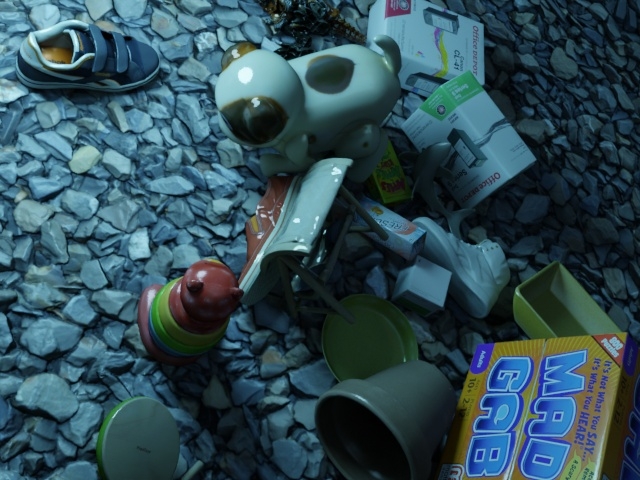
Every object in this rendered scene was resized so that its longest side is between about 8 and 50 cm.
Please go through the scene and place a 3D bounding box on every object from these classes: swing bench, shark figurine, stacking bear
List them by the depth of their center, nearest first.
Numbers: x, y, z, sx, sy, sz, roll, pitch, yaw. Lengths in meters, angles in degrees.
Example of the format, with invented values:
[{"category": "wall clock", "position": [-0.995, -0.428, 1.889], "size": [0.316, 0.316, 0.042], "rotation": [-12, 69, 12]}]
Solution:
[{"category": "stacking bear", "position": [-0.239, 0.128, 1.571], "size": [0.175, 0.289, 0.164], "rotation": [18, 61, -18]}, {"category": "swing bench", "position": [0.000, 0.000, 1.751], "size": [0.255, 0.165, 0.253], "rotation": [59, 45, -40]}, {"category": "shark figurine", "position": [0.266, -0.117, 2.028], "size": [0.116, 0.166, 0.278], "rotation": [-57, 139, -35]}]

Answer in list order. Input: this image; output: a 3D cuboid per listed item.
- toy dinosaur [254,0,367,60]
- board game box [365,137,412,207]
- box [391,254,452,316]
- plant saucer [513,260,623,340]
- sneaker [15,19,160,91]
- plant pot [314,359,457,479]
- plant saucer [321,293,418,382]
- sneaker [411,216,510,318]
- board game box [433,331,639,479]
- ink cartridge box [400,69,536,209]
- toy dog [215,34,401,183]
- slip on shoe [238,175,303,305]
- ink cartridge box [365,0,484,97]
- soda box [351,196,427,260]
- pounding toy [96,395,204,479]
[{"category": "toy dinosaur", "position": [-0.034, -0.578, 2.090], "size": [0.322, 0.164, 0.218], "rotation": [4, 47, -1]}, {"category": "board game box", "position": [0.154, -0.173, 2.046], "size": [0.092, 0.043, 0.181], "rotation": [-13, 74, -30]}, {"category": "box", "position": [0.238, 0.108, 1.931], "size": [0.101, 0.087, 0.102], "rotation": [27, 58, -12]}, {"category": "plant saucer", "position": [0.611, 0.227, 1.993], "size": [0.333, 0.081, 0.333], "rotation": [51, 32, 13]}, {"category": "sneaker", "position": [-0.492, -0.402, 1.794], "size": [0.321, 0.127, 0.126], "rotation": [-12, 72, -31]}, {"category": "plant pot", "position": [0.154, 0.363, 1.682], "size": [0.229, 0.263, 0.263], "rotation": [-33, 84, -39]}, {"category": "plant saucer", "position": [0.106, 0.239, 1.838], "size": [0.241, 0.037, 0.241], "rotation": [10, 64, -21]}, {"category": "sneaker", "position": [0.345, 0.031, 2.016], "size": [0.292, 0.108, 0.169], "rotation": [51, 54, -8]}, {"category": "board game box", "position": [0.511, 0.445, 1.686], "size": [0.356, 0.356, 0.356], "rotation": [45, 53, -28]}, {"category": "ink cartridge box", "position": [0.373, -0.247, 2.085], "size": [0.121, 0.211, 0.289], "rotation": [-33, 84, -34]}, {"category": "toy dog", "position": [-0.039, -0.295, 1.806], "size": [0.408, 0.395, 0.285], "rotation": [-4, 72, -35]}, {"category": "slip on shoe", "position": [-0.121, -0.006, 1.811], "size": [0.101, 0.123, 0.331], "rotation": [12, 63, 16]}, {"category": "ink cartridge box", "position": [0.282, -0.519, 2.217], "size": [0.306, 0.131, 0.226], "rotation": [15, 62, -18]}, {"category": "soda box", "position": [0.158, -0.028, 1.924], "size": [0.183, 0.063, 0.058], "rotation": [31, 51, 26]}, {"category": "pounding toy", "position": [-0.349, 0.402, 1.522], "size": [0.237, 0.110, 0.183], "rotation": [62, 40, -25]}]
